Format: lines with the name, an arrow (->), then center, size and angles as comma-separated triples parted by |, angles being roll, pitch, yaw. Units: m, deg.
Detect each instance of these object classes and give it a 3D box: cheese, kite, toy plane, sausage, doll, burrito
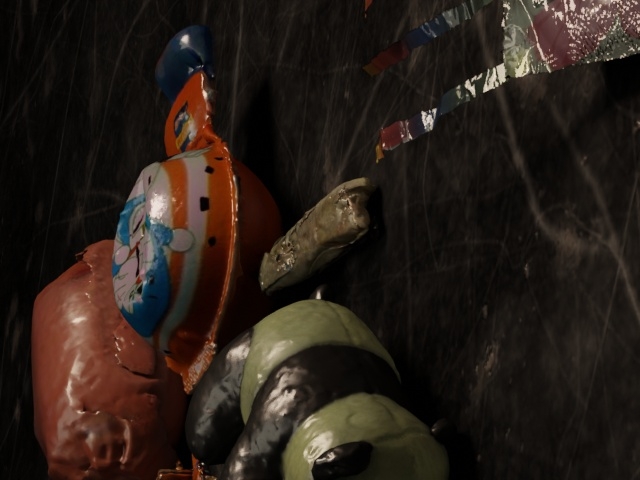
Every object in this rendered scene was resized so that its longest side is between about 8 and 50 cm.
cheese -> -0.108, -0.028, 1.657 | 0.217, 0.129, 0.329 | 130, 142, -54
kite -> 0.119, -0.158, 1.146 | 0.360, 0.022, 0.204 | -34, 59, 53
toy plane -> -0.111, 0.273, 1.685 | 0.135, 0.062, 0.188 | -129, 35, -63
sausage -> -0.202, 0.126, 1.834 | 0.280, 0.152, 0.152 | -101, 27, -44
doll -> 0.003, 0.132, 1.296 | 0.234, 0.143, 0.135 | -119, 47, -59
burrito -> -0.002, -0.001, 1.489 | 0.171, 0.042, 0.051 | 138, 145, -59
